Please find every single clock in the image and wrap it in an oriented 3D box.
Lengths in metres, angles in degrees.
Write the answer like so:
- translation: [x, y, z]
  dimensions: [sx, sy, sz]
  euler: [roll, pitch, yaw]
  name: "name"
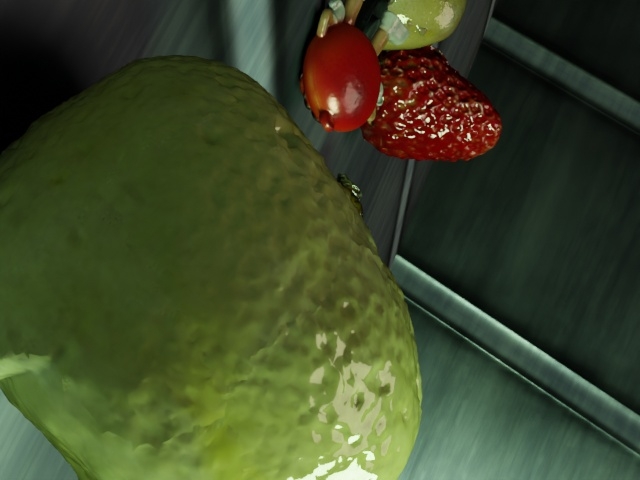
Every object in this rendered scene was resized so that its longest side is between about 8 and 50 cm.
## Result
- translation: [0.045, -0.260, 1.317]
  dimensions: [0.184, 0.040, 0.184]
  euler: [21, 90, -81]
  name: "clock"

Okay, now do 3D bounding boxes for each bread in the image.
- translation: [-0.071, 0.046, 0.561]
  dimensions: [0.237, 0.320, 0.320]
  euler: [-44, 166, -6]
  name: "bread"

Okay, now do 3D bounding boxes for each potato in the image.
- translation: [0.173, -0.379, 1.498]
  dimensions: [0.202, 0.117, 0.182]
  euler: [-60, 177, -39]
  name: "potato"

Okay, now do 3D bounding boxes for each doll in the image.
- translation: [0.037, -0.221, 1.174]
  dimensions: [0.183, 0.085, 0.217]
  euler: [41, 60, -47]
  name: "doll"

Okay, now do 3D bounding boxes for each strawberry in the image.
- translation: [0.193, -0.222, 1.594]
  dimensions: [0.205, 0.245, 0.205]
  euler: [19, 90, -82]
  name: "strawberry"

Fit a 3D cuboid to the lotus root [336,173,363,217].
- translation: [0.000, 0.000, 1.393]
  dimensions: [0.120, 0.120, 0.209]
  euler: [37, 75, -80]
  name: "lotus root"
